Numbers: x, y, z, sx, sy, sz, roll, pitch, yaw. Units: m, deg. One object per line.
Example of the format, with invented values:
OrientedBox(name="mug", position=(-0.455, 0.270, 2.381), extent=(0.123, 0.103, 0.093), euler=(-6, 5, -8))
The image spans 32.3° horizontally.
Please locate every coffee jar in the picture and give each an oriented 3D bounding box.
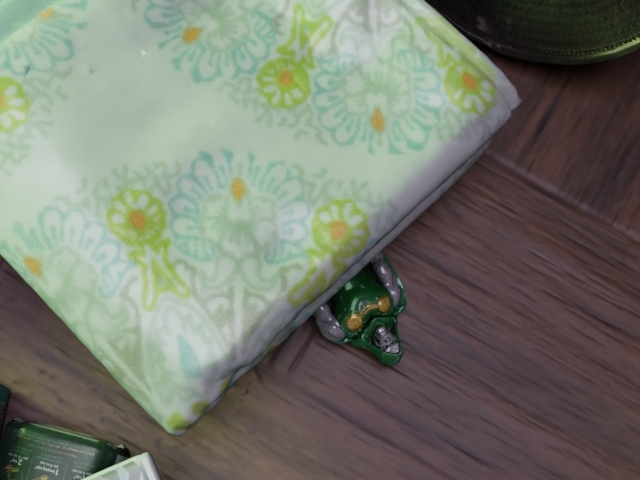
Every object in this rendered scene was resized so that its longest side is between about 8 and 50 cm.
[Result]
OrientedBox(name="coffee jar", position=(-0.210, 0.230, 0.815), extent=(0.096, 0.079, 0.184), euler=(15, 76, 0))

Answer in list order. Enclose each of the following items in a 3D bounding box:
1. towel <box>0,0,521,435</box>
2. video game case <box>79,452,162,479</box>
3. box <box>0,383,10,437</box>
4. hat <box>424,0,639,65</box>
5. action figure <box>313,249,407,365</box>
OrientedBox(name="towel", position=(-0.078, -0.096, 0.829), extent=(0.374, 0.090, 0.320), euler=(-42, 81, -17))
OrientedBox(name="video game case", position=(-0.165, 0.274, 0.754), extent=(0.183, 0.023, 0.201), euler=(-23, 79, -7))
OrientedBox(name="box", position=(-0.366, 0.116, 0.820), extent=(0.244, 0.100, 0.060), euler=(9, 77, -2))
OrientedBox(name="hat", position=(0.159, -0.291, 0.849), extent=(0.331, 0.134, 0.331), euler=(6, 104, 25))
OrientedBox(name="action figure", position=(0.000, 0.000, 0.892), extent=(0.137, 0.063, 0.232), euler=(-32, 85, -13))
